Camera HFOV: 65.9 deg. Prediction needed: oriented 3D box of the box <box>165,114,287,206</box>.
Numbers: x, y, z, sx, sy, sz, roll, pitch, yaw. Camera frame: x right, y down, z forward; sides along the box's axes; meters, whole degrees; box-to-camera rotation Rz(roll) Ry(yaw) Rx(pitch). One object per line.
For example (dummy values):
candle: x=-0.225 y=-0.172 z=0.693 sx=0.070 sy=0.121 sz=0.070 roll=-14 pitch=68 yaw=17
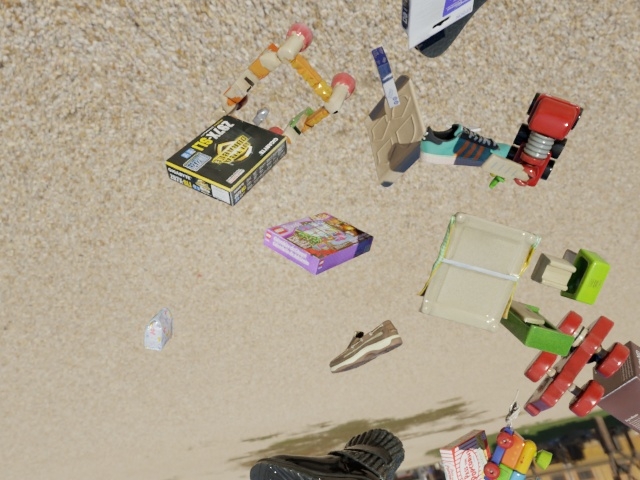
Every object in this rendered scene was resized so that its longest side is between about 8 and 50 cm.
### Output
box: x=-0.299 y=-0.271 z=1.611 sx=0.257 sy=0.322 sz=0.079 roll=23 pitch=140 yaw=19

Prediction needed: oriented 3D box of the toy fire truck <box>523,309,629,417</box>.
toy fire truck: x=0.678 y=0.345 z=1.358 sx=0.302 sy=0.169 sz=0.254 roll=-48 pitch=159 yaw=-13

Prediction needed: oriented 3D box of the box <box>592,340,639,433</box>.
box: x=0.970 y=0.454 z=1.494 sx=0.203 sy=0.168 sz=0.167 roll=34 pitch=129 yaw=4

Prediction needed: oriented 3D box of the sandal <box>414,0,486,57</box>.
sandal: x=0.426 y=-0.753 z=1.451 sx=0.446 sy=0.107 sz=0.167 roll=-46 pitch=135 yaw=17

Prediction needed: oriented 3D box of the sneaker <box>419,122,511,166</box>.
sneaker: x=0.478 y=-0.314 z=1.603 sx=0.302 sy=0.108 sz=0.121 roll=1 pitch=121 yaw=0

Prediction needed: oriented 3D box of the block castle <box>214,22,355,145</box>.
block castle: x=-0.133 y=-0.505 z=1.726 sx=0.303 sy=0.213 sz=0.453 roll=43 pitch=135 yaw=-21

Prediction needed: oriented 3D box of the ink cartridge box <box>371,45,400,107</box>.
ink cartridge box: x=0.242 y=-0.597 z=1.816 sx=0.046 sy=0.097 sz=0.207 roll=-19 pitch=146 yaw=10

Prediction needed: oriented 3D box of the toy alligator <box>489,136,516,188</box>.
toy alligator: x=0.628 y=-0.258 z=1.657 sx=0.056 sy=0.051 sz=0.190 roll=24 pitch=98 yaw=-24

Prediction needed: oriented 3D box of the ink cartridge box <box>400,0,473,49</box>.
ink cartridge box: x=0.291 y=-0.595 z=1.202 sx=0.206 sy=0.045 sz=0.208 roll=-32 pitch=160 yaw=-4

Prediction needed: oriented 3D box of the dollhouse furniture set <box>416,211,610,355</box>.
dollhouse furniture set: x=0.329 y=0.064 z=0.918 sx=0.301 sy=0.151 sz=0.198 roll=16 pitch=104 yaw=-7

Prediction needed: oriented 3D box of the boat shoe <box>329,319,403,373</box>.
boat shoe: x=0.128 y=0.321 z=1.507 sx=0.257 sy=0.095 sz=0.095 roll=-31 pitch=155 yaw=23

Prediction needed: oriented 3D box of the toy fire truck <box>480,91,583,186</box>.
toy fire truck: x=0.494 y=-0.226 z=1.167 sx=0.246 sy=0.158 sz=0.217 roll=-44 pitch=155 yaw=-53

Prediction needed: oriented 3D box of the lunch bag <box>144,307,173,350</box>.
lunch bag: x=-0.388 y=0.209 z=1.183 sx=0.053 sy=0.071 sz=0.083 roll=11 pitch=110 yaw=2

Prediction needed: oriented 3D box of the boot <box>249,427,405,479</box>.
boot: x=0.025 y=0.574 z=1.252 sx=0.347 sy=0.131 sz=0.260 roll=4 pitch=-169 yaw=19

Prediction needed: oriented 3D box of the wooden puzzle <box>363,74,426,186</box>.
wooden puzzle: x=0.320 y=-0.440 z=2.021 sx=0.080 sy=0.348 sz=0.322 roll=2 pitch=152 yaw=-29

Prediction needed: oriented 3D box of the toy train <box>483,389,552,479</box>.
toy train: x=0.537 y=0.539 z=1.292 sx=0.143 sy=0.248 sz=0.105 roll=24 pitch=-179 yaw=27

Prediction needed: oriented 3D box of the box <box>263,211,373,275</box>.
box: x=0.000 y=0.000 z=1.486 sx=0.293 sy=0.200 sz=0.057 roll=-20 pitch=131 yaw=-51

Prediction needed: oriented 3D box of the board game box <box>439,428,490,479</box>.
board game box: x=0.450 y=0.679 z=1.505 sx=0.193 sy=0.147 sz=0.045 roll=-4 pitch=170 yaw=-42

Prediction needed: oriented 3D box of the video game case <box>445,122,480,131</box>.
video game case: x=0.610 y=-0.484 z=2.117 sx=0.087 sy=0.122 sz=0.011 roll=-14 pitch=120 yaw=-28
